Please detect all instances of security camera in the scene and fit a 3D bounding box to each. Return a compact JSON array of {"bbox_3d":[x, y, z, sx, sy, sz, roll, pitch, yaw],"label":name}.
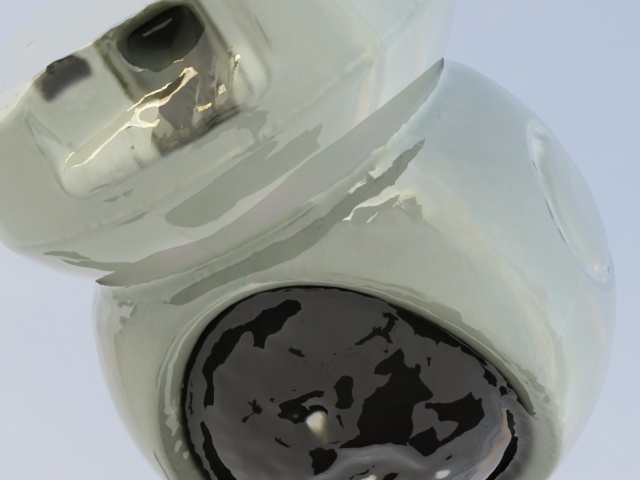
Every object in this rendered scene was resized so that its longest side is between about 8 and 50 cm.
[{"bbox_3d":[0.000,0.000,0.578,0.194,0.194,0.236,-17,-65,35],"label":"security camera"}]
